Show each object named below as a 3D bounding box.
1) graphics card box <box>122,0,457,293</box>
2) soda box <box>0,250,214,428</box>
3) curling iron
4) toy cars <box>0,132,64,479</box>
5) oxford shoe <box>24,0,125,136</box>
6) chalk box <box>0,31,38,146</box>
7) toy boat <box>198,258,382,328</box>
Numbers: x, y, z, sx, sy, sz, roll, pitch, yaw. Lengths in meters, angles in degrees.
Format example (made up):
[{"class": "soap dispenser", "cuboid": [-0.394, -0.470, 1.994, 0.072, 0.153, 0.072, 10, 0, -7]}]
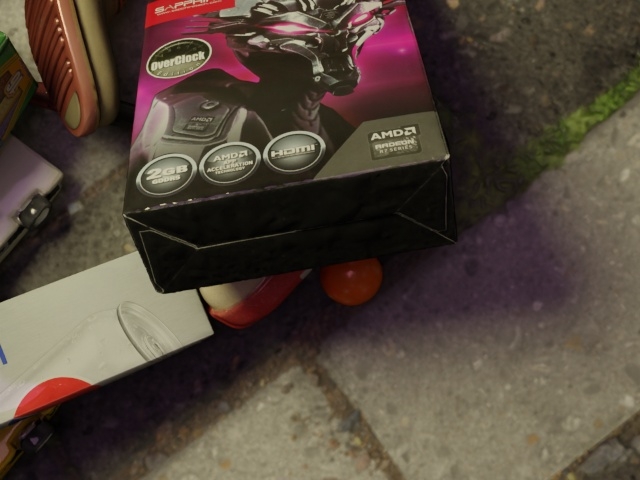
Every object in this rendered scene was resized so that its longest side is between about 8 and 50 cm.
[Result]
[{"class": "graphics card box", "cuboid": [-0.032, -0.132, 0.766, 0.232, 0.094, 0.371, -9, 45, 3]}, {"class": "soda box", "cuboid": [-0.243, 0.097, 0.788, 0.286, 0.091, 0.098, -21, 85, -18]}, {"class": "curling iron", "cuboid": [-0.260, -0.141, 0.902, 0.273, 0.068, 0.035, 18, 87, 4]}, {"class": "toy cars", "cuboid": [-0.330, 0.091, 0.871, 0.176, 0.087, 0.394, -2, 79, -8]}, {"class": "oxford shoe", "cuboid": [-0.215, -0.265, 0.871, 0.130, 0.123, 0.348, -4, 75, -30]}, {"class": "chalk box", "cuboid": [-0.366, -0.097, 0.790, 0.132, 0.132, 0.213, 28, 78, 0]}, {"class": "toy boat", "cuboid": [0.000, 0.000, 0.842, 0.231, 0.151, 0.151, -47, 112, -1]}]
